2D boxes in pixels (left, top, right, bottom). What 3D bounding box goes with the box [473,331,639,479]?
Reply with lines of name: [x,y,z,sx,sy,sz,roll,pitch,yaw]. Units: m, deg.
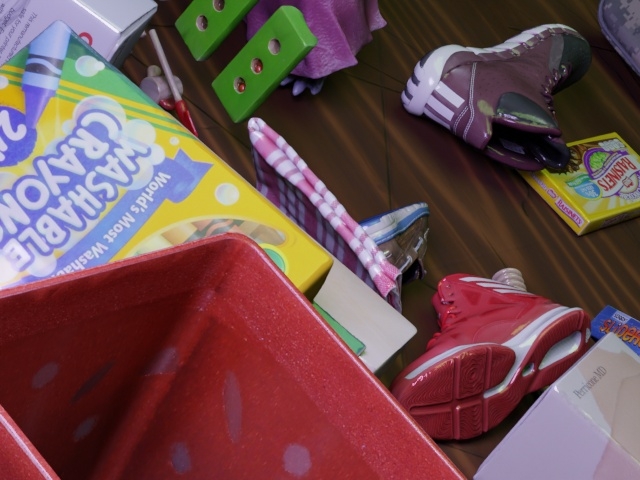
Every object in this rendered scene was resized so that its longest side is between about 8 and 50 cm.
box: [0.292,0.235,1.444,0.311,0.121,0.148,42,32,9]

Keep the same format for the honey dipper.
honey dipper: [0.187,0.093,1.626,0.030,0.030,0.160,17,40,-28]

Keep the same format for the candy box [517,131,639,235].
candy box: [0.301,-0.064,1.942,0.105,0.027,0.206,50,34,18]

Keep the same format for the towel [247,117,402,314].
towel: [0.000,0.000,1.476,0.029,0.144,0.197,-34,67,-16]

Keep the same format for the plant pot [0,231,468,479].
plant pot: [-0.098,0.187,1.019,0.267,0.235,0.267,47,33,19]

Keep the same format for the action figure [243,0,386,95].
action figure: [-0.001,-0.334,1.677,0.276,0.370,0.248,-29,45,-30]

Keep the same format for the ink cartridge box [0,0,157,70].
ink cartridge box: [-0.258,-0.182,1.436,0.208,0.153,0.087,37,30,0]

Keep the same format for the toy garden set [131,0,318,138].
toy garden set: [-0.115,-0.205,1.578,0.049,0.204,0.244,-11,64,-49]

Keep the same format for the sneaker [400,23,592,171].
sneaker: [0.226,-0.136,1.884,0.281,0.106,0.162,-17,51,-41]

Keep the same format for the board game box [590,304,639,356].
board game box: [0.327,0.136,1.567,0.136,0.035,0.201,46,-5,-23]

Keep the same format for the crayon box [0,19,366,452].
crayon box: [-0.140,0.021,1.258,0.323,0.083,0.203,41,64,7]

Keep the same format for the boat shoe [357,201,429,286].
boat shoe: [0.060,0.010,1.577,0.066,0.066,0.183,71,21,-1]

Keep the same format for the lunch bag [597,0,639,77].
lunch bag: [0.525,-0.239,2.238,0.305,0.212,0.256,53,19,24]

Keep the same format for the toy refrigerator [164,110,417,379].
toy refrigerator: [-0.065,0.028,1.392,0.269,0.102,0.094,41,31,8]

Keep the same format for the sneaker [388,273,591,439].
sneaker: [0.115,0.096,1.527,0.221,0.087,0.128,-15,28,-38]
